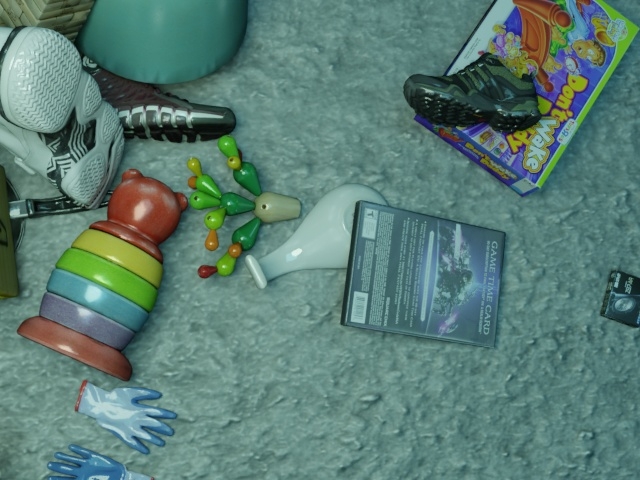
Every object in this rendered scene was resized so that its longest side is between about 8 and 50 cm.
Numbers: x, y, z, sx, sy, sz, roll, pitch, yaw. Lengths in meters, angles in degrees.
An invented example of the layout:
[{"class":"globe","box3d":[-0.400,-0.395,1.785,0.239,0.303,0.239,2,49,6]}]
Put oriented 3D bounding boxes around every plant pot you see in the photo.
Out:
[{"class":"plant pot","box3d":[-0.236,-0.417,1.145,0.292,0.235,0.293,6,63,-11]}]

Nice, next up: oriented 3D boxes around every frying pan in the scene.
[{"class":"frying pan","box3d":[-0.487,-0.016,1.191,0.325,0.053,0.197,12,82,-5]}]

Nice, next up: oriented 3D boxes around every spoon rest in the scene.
[{"class":"spoon rest","box3d":[0.000,0.000,1.259,0.276,0.084,0.137,-25,88,-25]}]

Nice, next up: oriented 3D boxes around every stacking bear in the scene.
[{"class":"stacking bear","box3d":[-0.301,0.039,1.161,0.175,0.164,0.289,25,75,-5]}]

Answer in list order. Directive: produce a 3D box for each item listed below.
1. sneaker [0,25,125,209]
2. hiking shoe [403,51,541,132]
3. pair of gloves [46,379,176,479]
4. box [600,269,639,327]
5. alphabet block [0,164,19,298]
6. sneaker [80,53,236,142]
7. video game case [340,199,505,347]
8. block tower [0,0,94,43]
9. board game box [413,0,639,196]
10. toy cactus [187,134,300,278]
[{"class":"sneaker","box3d":[-0.404,-0.175,1.066,0.210,0.366,0.138,19,68,9]},{"class":"hiking shoe","box3d":[0.237,-0.241,1.247,0.226,0.086,0.114,9,67,-13]},{"class":"pair of gloves","box3d":[-0.314,0.311,1.185,0.159,0.023,0.198,20,79,-4]},{"class":"box","box3d":[0.522,0.100,1.349,0.067,0.018,0.083,20,80,-6]},{"class":"alphabet block","box3d":[-0.531,-0.011,1.061,0.192,0.193,0.197,-7,85,-6]},{"class":"sneaker","box3d":[-0.272,-0.243,1.225,0.281,0.106,0.163,0,79,-8]},{"class":"video game case","box3d":[0.170,0.058,1.264,0.274,0.026,0.196,11,81,-22]},{"class":"block tower","box3d":[-0.409,-0.300,1.108,0.091,0.335,0.097,-34,89,-44]},{"class":"board game box","box3d":[0.352,-0.285,1.343,0.233,0.078,0.347,35,79,-3]},{"class":"toy cactus","box3d":[-0.123,-0.049,1.238,0.180,0.112,0.219,2,79,-28]}]
